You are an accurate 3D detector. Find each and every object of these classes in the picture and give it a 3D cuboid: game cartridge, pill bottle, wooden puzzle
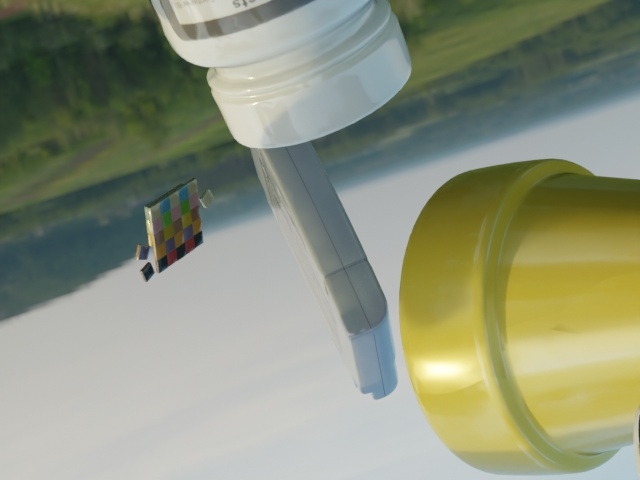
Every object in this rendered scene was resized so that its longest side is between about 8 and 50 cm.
[{"bbox_3d":[0.000,0.000,1.518,0.060,0.294,0.196,-25,152,-2],"label":"game cartridge"},{"bbox_3d":[-0.065,-0.272,1.233,0.204,0.361,0.204,-19,-154,10],"label":"pill bottle"},{"bbox_3d":[-0.098,-0.010,1.005,0.006,0.049,0.083,14,-148,31],"label":"wooden puzzle"}]

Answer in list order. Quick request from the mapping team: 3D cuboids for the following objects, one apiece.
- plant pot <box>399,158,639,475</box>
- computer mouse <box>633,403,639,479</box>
[{"bbox_3d":[0.228,0.052,1.151,0.239,0.254,0.254,-9,-173,42],"label":"plant pot"},{"bbox_3d":[0.215,0.165,0.796,0.106,0.193,0.042,-9,164,-12],"label":"computer mouse"}]
